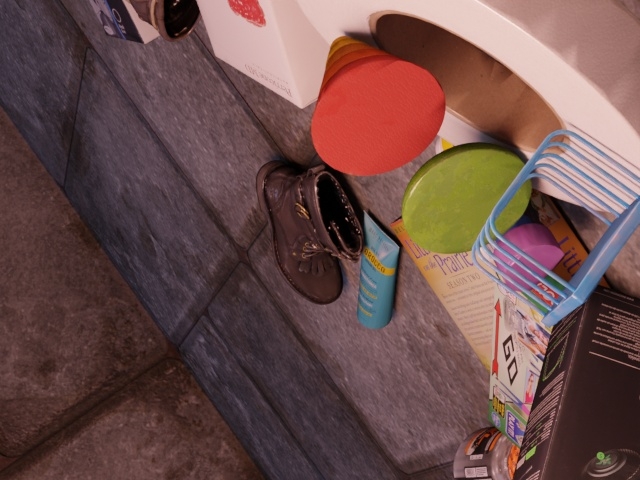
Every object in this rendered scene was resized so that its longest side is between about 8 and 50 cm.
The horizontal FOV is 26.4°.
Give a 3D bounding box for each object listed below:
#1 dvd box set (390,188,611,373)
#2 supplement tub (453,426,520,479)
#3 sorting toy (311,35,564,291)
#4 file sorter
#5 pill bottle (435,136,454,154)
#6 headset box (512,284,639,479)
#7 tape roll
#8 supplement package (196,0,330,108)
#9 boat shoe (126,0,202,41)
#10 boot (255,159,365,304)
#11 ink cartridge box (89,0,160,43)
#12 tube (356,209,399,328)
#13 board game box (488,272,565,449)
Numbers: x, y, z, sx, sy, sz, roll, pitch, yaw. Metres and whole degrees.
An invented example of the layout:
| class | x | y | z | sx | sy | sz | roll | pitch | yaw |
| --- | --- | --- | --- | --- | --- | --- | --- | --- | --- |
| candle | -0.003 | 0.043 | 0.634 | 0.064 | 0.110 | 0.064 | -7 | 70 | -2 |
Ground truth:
| class | x | y | z | sx | sy | sz | roll | pitch | yaw |
| --- | --- | --- | --- | --- | --- | --- | --- | --- | --- |
| dvd box set | 0.264 | 0.113 | 1.586 | 0.420 | 0.062 | 0.307 | 56 | 161 | -1 |
| supplement tub | 0.261 | 0.302 | 1.817 | 0.117 | 0.117 | 0.190 | 56 | 160 | 0 |
| sorting toy | 0.108 | -0.084 | 1.298 | 0.365 | 0.127 | 0.126 | 38 | -160 | -41 |
| file sorter | 0.204 | -0.011 | 1.176 | 0.104 | 0.118 | 0.170 | 37 | 172 | 7 |
| pill bottle | 0.165 | -0.109 | 1.451 | 0.065 | 0.065 | 0.116 | 56 | 162 | -2 |
| headset box | 0.302 | 0.219 | 1.198 | 0.246 | 0.283 | 0.131 | 18 | 156 | 0 |
| tape roll | 0.144 | -0.161 | 1.195 | 0.392 | 0.072 | 0.392 | 34 | 172 | 5 |
| supplement package | -0.038 | -0.321 | 1.418 | 0.177 | 0.175 | 0.293 | 35 | 152 | 44 |
| boat shoe | -0.145 | -0.367 | 1.620 | 0.130 | 0.132 | 0.355 | 56 | 152 | 13 |
| boot | 0.000 | 0.000 | 1.969 | 0.229 | 0.091 | 0.263 | 23 | 141 | 63 |
| ink cartridge box | -0.351 | -0.466 | 2.106 | 0.165 | 0.065 | 0.333 | 23 | 142 | 58 |
| tube | 0.083 | 0.047 | 1.942 | 0.080 | 0.052 | 0.207 | 43 | 152 | 28 |
| board game box | 0.275 | 0.176 | 1.497 | 0.213 | 0.046 | 0.317 | 44 | 158 | 31 |
